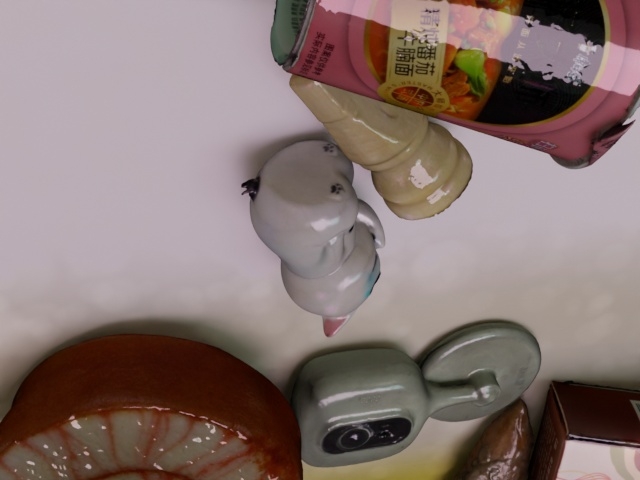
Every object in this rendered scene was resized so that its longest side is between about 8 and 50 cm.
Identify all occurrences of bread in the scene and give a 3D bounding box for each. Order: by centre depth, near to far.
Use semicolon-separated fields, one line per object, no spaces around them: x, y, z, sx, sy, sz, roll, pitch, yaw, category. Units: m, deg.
-0.167;0.240;1.253;0.295;0.114;0.327;-19;130;13;bread

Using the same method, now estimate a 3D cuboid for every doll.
0.001;-0.005;1.115;0.107;0.110;0.180;-17;135;10;doll

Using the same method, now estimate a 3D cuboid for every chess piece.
0.049;-0.106;1.053;0.090;0.090;0.200;-34;132;14;chess piece

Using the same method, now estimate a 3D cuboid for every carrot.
0.207;0.296;1.483;0.102;0.102;0.263;4;123;-21;carrot

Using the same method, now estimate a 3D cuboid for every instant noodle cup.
0.102;-0.186;0.919;0.255;0.244;0.244;8;129;-13;instant noodle cup

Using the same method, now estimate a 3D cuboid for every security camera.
0.114;0.176;1.344;0.302;0.080;0.157;-8;133;-14;security camera

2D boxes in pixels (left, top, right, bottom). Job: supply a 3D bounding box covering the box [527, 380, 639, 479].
0.413;0.382;1.473;0.345;0.122;0.385;8;114;-4;box
